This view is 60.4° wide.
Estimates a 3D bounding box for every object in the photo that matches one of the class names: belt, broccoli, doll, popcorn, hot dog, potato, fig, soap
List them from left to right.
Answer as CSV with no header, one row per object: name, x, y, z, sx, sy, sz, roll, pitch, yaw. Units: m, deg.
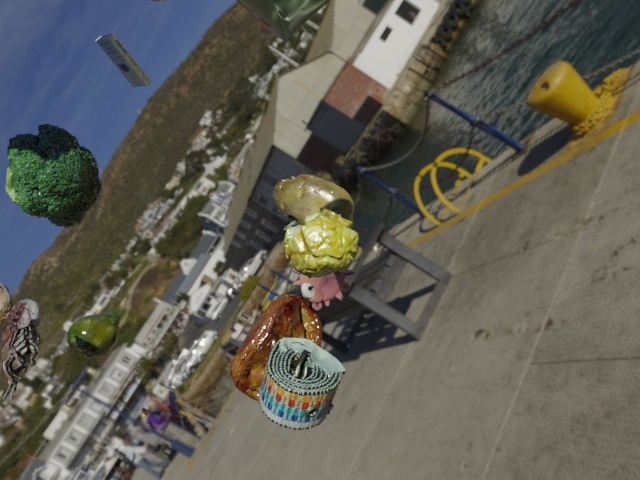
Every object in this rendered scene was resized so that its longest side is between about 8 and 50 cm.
broccoli,-0.782,-0.180,1.600,0.275,0.307,0.307,-22,25,30
fig,-0.604,0.243,1.503,0.123,0.123,0.156,-52,7,46
soap,-0.097,-0.495,0.977,0.138,0.182,0.199,-37,51,21
hot dog,-0.139,0.369,1.898,0.174,0.267,0.387,3,54,57
belt,-0.051,0.373,1.456,0.257,0.207,0.149,-55,-17,-69
potato,-0.021,-0.118,1.832,0.141,0.296,0.191,-43,-25,-63
popcorn,0.000,0.000,1.385,0.198,0.198,0.212,-53,18,43
doll,0.011,0.108,1.876,0.093,0.211,0.261,141,149,-83

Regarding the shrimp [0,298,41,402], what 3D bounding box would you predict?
shrimp,-0.478,0.175,0.876,0.057,0.065,0.165,2,-91,-64

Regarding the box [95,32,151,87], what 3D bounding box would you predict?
box,-0.574,-0.522,1.605,0.090,0.167,0.024,11,57,44

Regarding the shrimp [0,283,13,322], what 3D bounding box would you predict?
shrimp,-0.723,0.092,1.118,0.126,0.223,0.047,-24,36,6
